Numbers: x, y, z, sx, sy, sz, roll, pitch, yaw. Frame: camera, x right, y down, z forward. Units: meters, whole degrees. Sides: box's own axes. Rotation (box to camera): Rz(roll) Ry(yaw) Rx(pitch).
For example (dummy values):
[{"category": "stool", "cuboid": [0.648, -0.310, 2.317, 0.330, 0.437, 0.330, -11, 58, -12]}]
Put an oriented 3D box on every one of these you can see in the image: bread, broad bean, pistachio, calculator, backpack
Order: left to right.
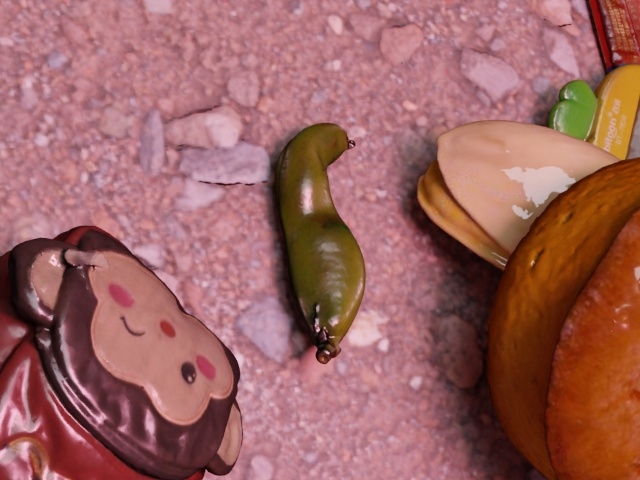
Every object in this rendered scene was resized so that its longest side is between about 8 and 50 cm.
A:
[{"category": "backpack", "cuboid": [-0.167, 0.112, 1.223, 0.229, 0.139, 0.229, 15, 68, -39]}, {"category": "broad bean", "cuboid": [0.000, 0.000, 1.398, 0.070, 0.048, 0.213, 10, 61, -20]}, {"category": "pistachio", "cuboid": [0.179, -0.026, 1.450, 0.200, 0.117, 0.145, 22, 38, -19]}, {"category": "calculator", "cuboid": [0.297, -0.073, 1.569, 0.235, 0.032, 0.146, 22, 70, -19]}, {"category": "bread", "cuboid": [0.266, 0.074, 1.365, 0.312, 0.172, 0.312, -13, 114, -31]}]

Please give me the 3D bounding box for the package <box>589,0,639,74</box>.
[{"category": "package", "cuboid": [0.284, -0.176, 1.626, 0.083, 0.022, 0.200, -3, 72, -25]}]
